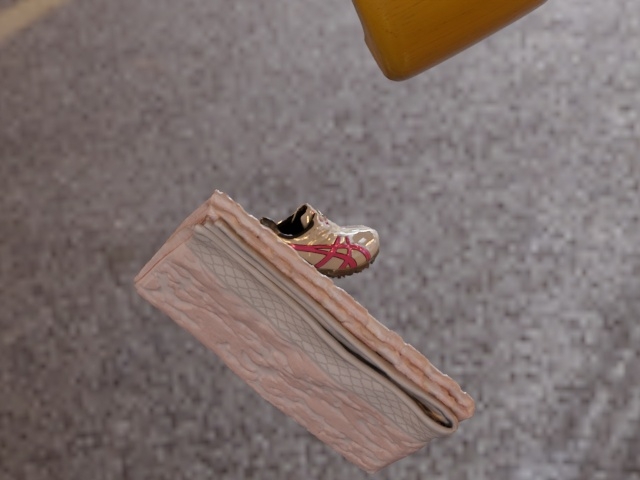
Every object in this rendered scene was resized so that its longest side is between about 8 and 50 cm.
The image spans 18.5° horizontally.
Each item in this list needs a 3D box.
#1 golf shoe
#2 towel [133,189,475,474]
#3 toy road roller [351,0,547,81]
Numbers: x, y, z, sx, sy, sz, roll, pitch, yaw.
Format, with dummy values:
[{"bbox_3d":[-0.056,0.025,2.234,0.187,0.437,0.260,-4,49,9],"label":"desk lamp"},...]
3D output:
[{"bbox_3d":[0.000,0.000,2.213,0.186,0.086,0.067,-13,24,-44],"label":"golf shoe"},{"bbox_3d":[-0.026,0.105,1.965,0.053,0.332,0.317,-51,4,-20],"label":"towel"},{"bbox_3d":[0.055,-0.248,1.302,0.202,0.241,0.329,-31,-3,-3],"label":"toy road roller"}]
